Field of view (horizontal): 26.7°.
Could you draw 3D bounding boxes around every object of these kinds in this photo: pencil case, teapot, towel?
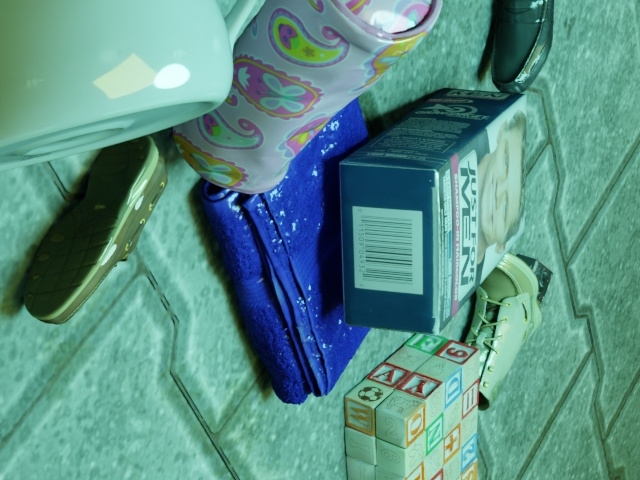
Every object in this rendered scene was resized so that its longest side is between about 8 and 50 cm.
[{"bbox_3d":[-0.021,-0.144,1.089,0.124,0.284,0.124,13,62,-25],"label":"pencil case"},{"bbox_3d":[-0.183,-0.155,0.894,0.256,0.252,0.187,-17,93,-74],"label":"teapot"},{"bbox_3d":[0.000,0.000,1.370,0.228,0.076,0.308,-50,142,-31],"label":"towel"}]

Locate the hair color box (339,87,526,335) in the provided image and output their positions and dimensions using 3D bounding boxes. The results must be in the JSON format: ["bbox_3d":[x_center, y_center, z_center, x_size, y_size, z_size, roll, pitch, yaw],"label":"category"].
[{"bbox_3d":[0.131,-0.043,1.440,0.347,0.105,0.174,-40,132,-61],"label":"hair color box"}]

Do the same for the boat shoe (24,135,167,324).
[{"bbox_3d":[-0.176,-0.003,1.106,0.178,0.064,0.060,-62,145,-22],"label":"boat shoe"}]

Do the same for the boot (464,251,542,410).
[{"bbox_3d":[0.220,0.117,1.769,0.165,0.077,0.213,-57,148,-21],"label":"boot"}]

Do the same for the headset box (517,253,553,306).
[{"bbox_3d":[0.291,0.059,1.891,0.083,0.032,0.062,33,77,-59],"label":"headset box"}]

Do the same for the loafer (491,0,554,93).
[{"bbox_3d":[0.244,-0.287,1.618,0.078,0.076,0.223,24,80,-53],"label":"loafer"}]

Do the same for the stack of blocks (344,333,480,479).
[{"bbox_3d":[0.117,0.285,1.678,0.171,0.087,0.297,-36,133,-44],"label":"stack of blocks"}]
